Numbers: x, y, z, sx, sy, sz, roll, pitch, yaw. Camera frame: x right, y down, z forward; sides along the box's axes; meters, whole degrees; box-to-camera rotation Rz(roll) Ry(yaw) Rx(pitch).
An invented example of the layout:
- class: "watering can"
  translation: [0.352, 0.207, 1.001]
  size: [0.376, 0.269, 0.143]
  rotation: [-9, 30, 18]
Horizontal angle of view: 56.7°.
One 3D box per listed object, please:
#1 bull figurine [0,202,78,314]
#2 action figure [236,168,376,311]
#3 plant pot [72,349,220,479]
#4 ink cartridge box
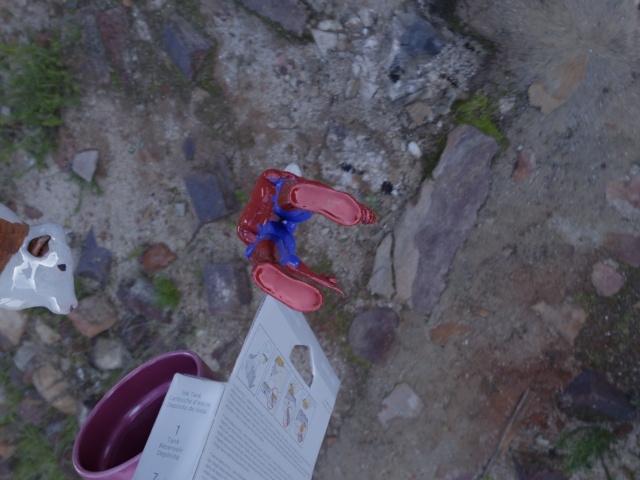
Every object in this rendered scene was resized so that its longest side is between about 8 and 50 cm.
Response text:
- class: "bull figurine"
  translation: [-0.315, 0.018, 0.406]
  size: [0.101, 0.310, 0.188]
  rotation: [16, 72, 31]
- class: "action figure"
  translation: [0.000, 0.000, 0.500]
  size: [0.139, 0.280, 0.091]
  rotation: [26, 93, -15]
- class: "plant pot"
  translation: [-0.190, 0.279, 0.794]
  size: [0.201, 0.201, 0.180]
  rotation: [-19, 118, 28]
- class: "ink cartridge box"
  translation: [-0.071, 0.215, 0.657]
  size: [0.066, 0.261, 0.296]
  rotation: [5, 146, 21]
